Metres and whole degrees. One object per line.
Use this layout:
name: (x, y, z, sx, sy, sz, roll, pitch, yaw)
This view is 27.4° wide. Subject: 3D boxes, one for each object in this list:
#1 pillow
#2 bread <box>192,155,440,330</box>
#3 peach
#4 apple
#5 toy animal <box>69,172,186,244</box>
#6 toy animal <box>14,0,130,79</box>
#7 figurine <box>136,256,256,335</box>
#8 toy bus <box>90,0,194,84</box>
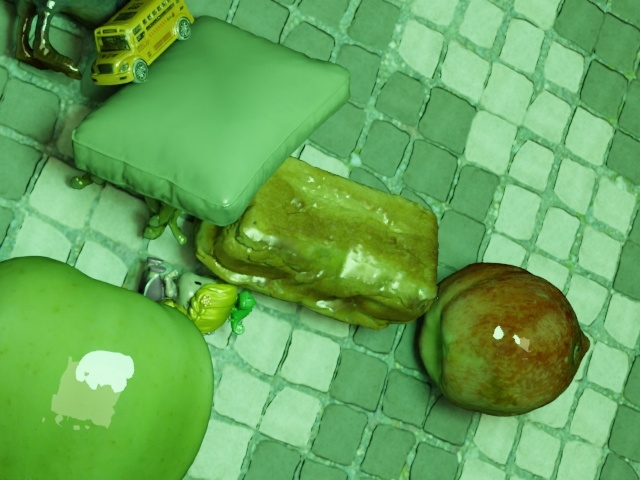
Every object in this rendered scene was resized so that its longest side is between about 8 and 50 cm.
pillow: (-0.137, -0.161, 1.686, 0.322, 0.255, 0.119, -51, 154, -40)
bread: (-0.003, 0.005, 1.805, 0.344, 0.149, 0.195, 21, 59, -25)
peach: (0.278, 0.145, 1.900, 0.257, 0.232, 0.232, -5, 91, -15)
apple: (-0.308, 0.195, 1.560, 0.357, 0.357, 0.357, 1, 88, -25)
toy animal: (-0.230, -0.090, 1.751, 0.181, 0.073, 0.136, 37, 57, -15)
toy animal: (-0.337, -0.312, 1.680, 0.298, 0.122, 0.185, 28, 80, -34)
figurine: (-0.171, 0.095, 1.764, 0.156, 0.095, 0.115, 12, 115, -15)
toy bus: (-0.233, -0.260, 1.674, 0.162, 0.070, 0.074, -53, 134, -42)
